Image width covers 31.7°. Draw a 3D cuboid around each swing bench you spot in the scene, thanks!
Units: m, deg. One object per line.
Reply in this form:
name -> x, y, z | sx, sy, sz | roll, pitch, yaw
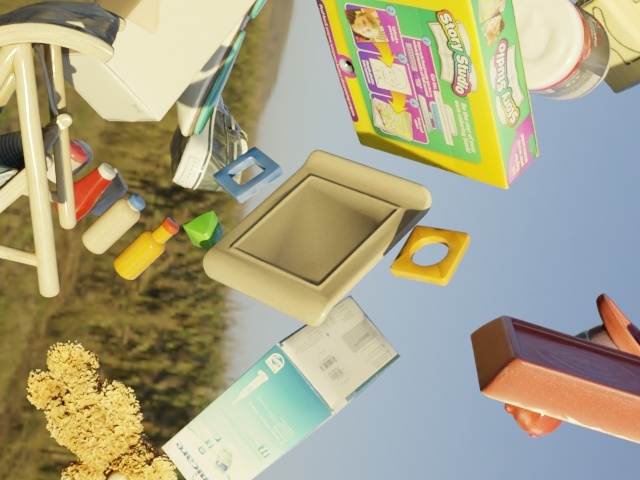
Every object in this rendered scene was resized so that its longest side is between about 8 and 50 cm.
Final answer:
swing bench -> -0.302, -0.115, 1.116 | 0.253, 0.165, 0.255 | -113, -142, -73

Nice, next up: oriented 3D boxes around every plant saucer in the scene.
plant saucer -> 0.312, 0.160, 1.328 | 0.259, 0.258, 0.048 | -63, 170, -79

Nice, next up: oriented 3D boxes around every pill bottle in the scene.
pill bottle -> 0.427, -0.347, 2.055 | 0.318, 0.176, 0.176 | -2, 103, -63

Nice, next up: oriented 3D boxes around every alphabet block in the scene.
alphabet block -> 0.626, -0.441, 2.241 | 0.193, 0.197, 0.192 | -46, -172, -19

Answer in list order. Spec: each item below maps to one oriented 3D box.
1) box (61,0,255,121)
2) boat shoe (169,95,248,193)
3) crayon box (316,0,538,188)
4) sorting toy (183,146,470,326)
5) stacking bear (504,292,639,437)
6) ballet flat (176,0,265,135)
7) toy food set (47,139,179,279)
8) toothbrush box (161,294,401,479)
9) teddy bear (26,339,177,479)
box -> -0.189, -0.304, 1.448 | 0.148, 0.121, 0.311 | 7, -124, 50
boat shoe -> -0.186, -0.164, 1.933 | 0.121, 0.119, 0.335 | -57, -162, 26
crayon box -> 0.166, -0.283, 1.782 | 0.106, 0.313, 0.363 | -46, 136, -28
sorting toy -> 0.000, 0.000, 1.193 | 0.196, 0.347, 0.047 | -47, 136, -23
stacking bear -> 0.493, 0.269, 2.175 | 0.289, 0.175, 0.164 | -39, -152, 16
ballet flat -> -0.160, -0.362, 1.793 | 0.400, 0.139, 0.139 | -62, -173, -1
toy food set -> -0.295, -0.070, 1.553 | 0.104, 0.111, 0.232 | -41, -120, 19
toothbrush box -> -0.058, 0.236, 1.644 | 0.295, 0.126, 0.216 | -42, 173, 32
teddy bear -> -0.388, 0.331, 1.937 | 0.113, 0.245, 0.338 | -17, 80, -62
